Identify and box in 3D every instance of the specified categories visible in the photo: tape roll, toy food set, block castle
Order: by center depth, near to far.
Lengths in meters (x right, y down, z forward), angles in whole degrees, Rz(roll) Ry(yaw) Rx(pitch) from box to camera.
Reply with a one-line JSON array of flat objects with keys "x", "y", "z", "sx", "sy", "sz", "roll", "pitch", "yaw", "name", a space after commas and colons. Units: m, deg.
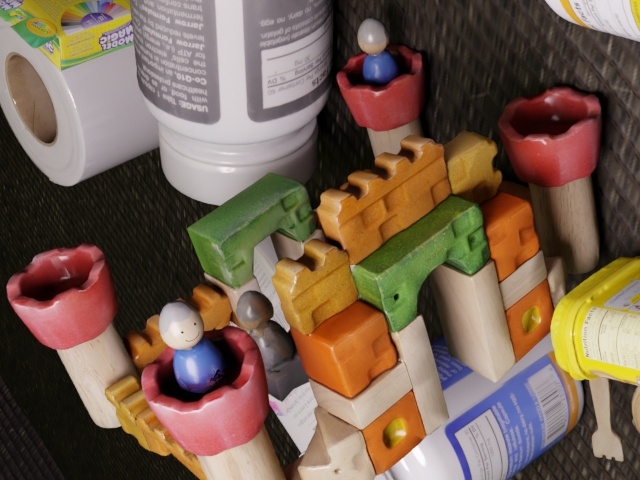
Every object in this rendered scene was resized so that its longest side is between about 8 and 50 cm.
[{"x": 0.000, "y": 0.000, "z": 0.951, "sx": 0.303, "sy": 0.453, "sz": 0.213, "roll": 25, "pitch": 141, "yaw": 46, "name": "block castle"}, {"x": 0.324, "y": 0.152, "z": 0.956, "sx": 0.192, "sy": 0.038, "sz": 0.132, "roll": 9, "pitch": 132, "yaw": 30, "name": "toy food set"}, {"x": -0.309, "y": -0.214, "z": 1.507, "sx": 0.246, "sy": 0.169, "sz": 0.246, "roll": 35, "pitch": 139, "yaw": 37, "name": "tape roll"}]

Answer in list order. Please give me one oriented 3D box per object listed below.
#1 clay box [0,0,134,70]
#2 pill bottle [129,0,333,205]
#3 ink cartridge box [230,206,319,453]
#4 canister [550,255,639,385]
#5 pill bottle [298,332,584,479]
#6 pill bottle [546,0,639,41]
[{"x": -0.273, "y": -0.276, "z": 1.350, "sx": 0.127, "sy": 0.222, "sz": 0.053, "roll": 43, "pitch": 145, "yaw": 29, "name": "clay box"}, {"x": -0.088, "y": -0.226, "z": 1.136, "sx": 0.204, "sy": 0.204, "sz": 0.361, "roll": 36, "pitch": 140, "yaw": 36, "name": "pill bottle"}, {"x": 0.030, "y": 0.162, "z": 1.352, "sx": 0.353, "sy": 0.119, "sz": 0.207, "roll": 56, "pitch": 148, "yaw": 12, "name": "ink cartridge box"}, {"x": 0.287, "y": 0.071, "z": 0.896, "sx": 0.170, "sy": 0.126, "sz": 0.073, "roll": 10, "pitch": 122, "yaw": 51, "name": "canister"}, {"x": 0.113, "y": 0.186, "z": 1.099, "sx": 0.152, "sy": 0.272, "sz": 0.152, "roll": 36, "pitch": 141, "yaw": 37, "name": "pill bottle"}, {"x": 0.229, "y": -0.200, "z": 0.755, "sx": 0.245, "sy": 0.136, "sz": 0.136, "roll": 29, "pitch": 136, "yaw": 43, "name": "pill bottle"}]
